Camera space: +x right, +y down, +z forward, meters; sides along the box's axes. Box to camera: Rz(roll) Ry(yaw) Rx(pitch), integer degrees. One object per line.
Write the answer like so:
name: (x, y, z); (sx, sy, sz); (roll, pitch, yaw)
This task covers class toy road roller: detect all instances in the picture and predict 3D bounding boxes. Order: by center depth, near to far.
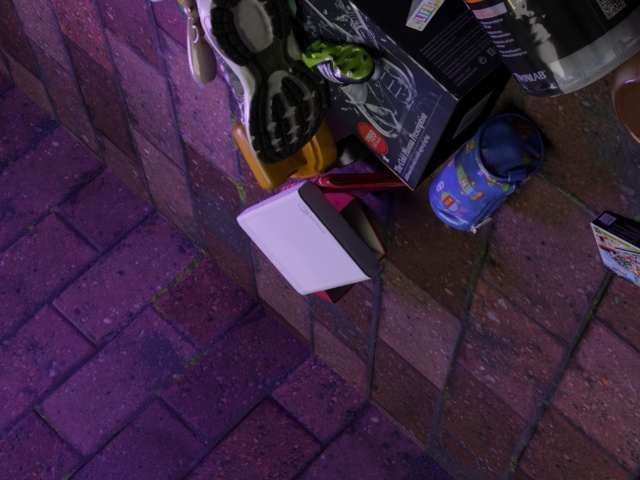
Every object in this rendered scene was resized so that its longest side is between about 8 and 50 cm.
toy road roller: (-0.063, -0.207, 2.291); (0.202, 0.241, 0.329); (63, 160, -8)

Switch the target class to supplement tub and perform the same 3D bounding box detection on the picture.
supplement tub: (0.251, -0.360, 1.406); (0.338, 0.207, 0.207); (53, 160, -18)

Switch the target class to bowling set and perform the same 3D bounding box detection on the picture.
bowling set: (-0.129, -0.394, 2.061); (0.287, 0.200, 0.154); (-91, -4, -63)

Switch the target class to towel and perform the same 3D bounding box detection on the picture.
towel: (0.053, -0.112, 2.392); (0.275, 0.199, 0.031); (173, 95, -68)

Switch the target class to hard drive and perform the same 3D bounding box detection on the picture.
hard drive: (-0.032, 0.003, 2.448); (0.233, 0.047, 0.353); (50, 156, -10)

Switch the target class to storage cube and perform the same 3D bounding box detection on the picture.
storage cube: (0.000, 0.000, 2.704); (0.193, 0.184, 0.215); (25, 152, 48)

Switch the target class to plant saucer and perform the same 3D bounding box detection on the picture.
plant saucer: (0.468, -0.170, 1.587); (0.199, 0.036, 0.198); (40, 160, 18)

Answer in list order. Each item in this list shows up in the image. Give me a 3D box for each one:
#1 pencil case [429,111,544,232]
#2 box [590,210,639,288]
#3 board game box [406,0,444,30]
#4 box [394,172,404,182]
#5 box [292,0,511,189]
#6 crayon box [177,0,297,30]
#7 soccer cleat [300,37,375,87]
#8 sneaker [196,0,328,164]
pencil case: (0.278, -0.106, 1.986); (0.306, 0.119, 0.133); (121, 133, -71)
box: (0.523, 0.039, 1.845); (0.207, 0.036, 0.114); (36, 160, 50)
board game box: (0.164, -0.384, 1.637); (0.026, 0.154, 0.103); (18, 162, -8)
box: (0.154, -0.169, 2.192); (0.136, 0.081, 0.028); (45, 161, 5)
box: (0.125, -0.298, 1.847); (0.312, 0.179, 0.343); (45, 161, 10)
crayon box: (-0.172, -0.475, 2.279); (0.319, 0.081, 0.202); (33, 156, 34)
soccer cleat: (0.036, -0.260, 1.759); (0.072, 0.060, 0.179); (49, 170, -34)
sneaker: (-0.109, -0.303, 1.898); (0.182, 0.158, 0.410); (50, 164, 41)
